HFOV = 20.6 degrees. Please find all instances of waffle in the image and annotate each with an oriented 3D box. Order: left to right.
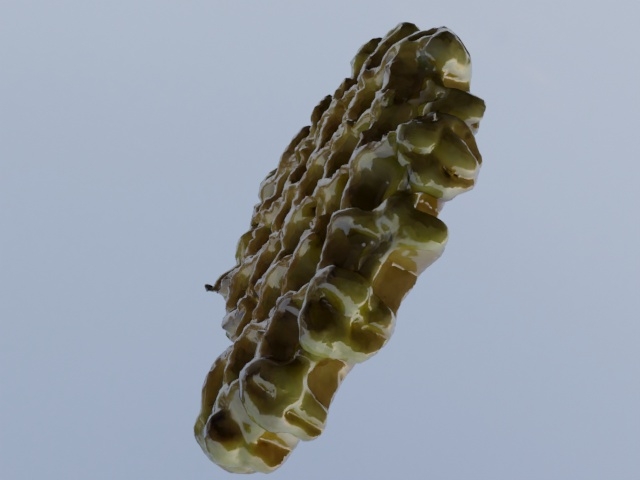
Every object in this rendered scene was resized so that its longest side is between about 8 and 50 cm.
[{"bbox_3d":[0.001,0.000,0.910,0.056,0.249,0.253,30,-179,-15],"label":"waffle"}]
